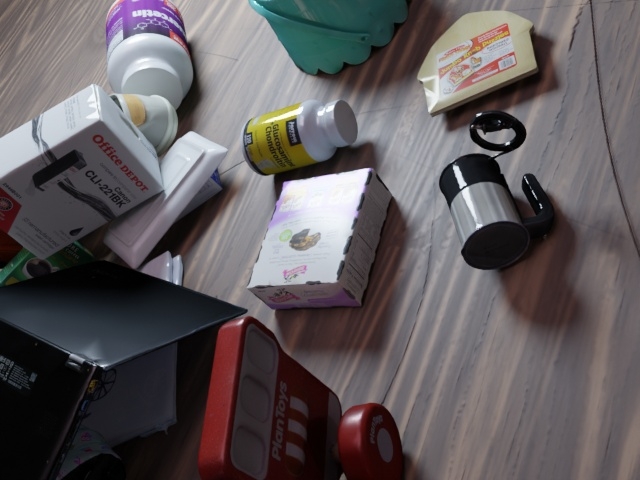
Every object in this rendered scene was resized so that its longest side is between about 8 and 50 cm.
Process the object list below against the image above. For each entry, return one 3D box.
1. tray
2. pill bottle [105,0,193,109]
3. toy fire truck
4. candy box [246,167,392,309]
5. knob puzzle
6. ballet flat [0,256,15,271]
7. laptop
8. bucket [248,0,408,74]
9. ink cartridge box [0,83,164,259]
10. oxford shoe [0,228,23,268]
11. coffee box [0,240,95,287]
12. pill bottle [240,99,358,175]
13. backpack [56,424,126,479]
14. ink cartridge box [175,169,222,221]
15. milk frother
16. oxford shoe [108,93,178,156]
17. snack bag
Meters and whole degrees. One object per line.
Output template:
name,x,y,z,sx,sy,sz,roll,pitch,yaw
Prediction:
tray,-0.293,-0.085,1.362,0.145,0.030,0.270,29,79,46
pill bottle,-0.379,-0.408,1.649,0.181,0.181,0.323,-33,43,13
toy fire truck,-0.045,0.262,0.778,0.169,0.254,0.302,-17,48,28
candy box,0.000,0.000,1.096,0.164,0.070,0.196,-5,54,36
knob puzzle,0.244,-0.286,1.165,0.213,0.030,0.213,-22,46,25
ballet flat,-0.618,0.087,1.527,0.247,0.083,0.087,-26,68,20
laptop,-0.386,0.212,1.117,0.381,0.236,0.408,13,76,37
bucket,0.009,-0.465,1.382,0.281,0.183,0.281,-21,46,24
ink cartridge box,-0.443,-0.116,1.308,0.272,0.197,0.114,-30,49,6
oxford shoe,-0.613,-0.049,1.479,0.271,0.096,0.098,-39,57,35
coffee box,-0.544,0.063,1.450,0.184,0.113,0.040,-48,38,-2
pill bottle,-0.035,-0.175,1.241,0.184,0.103,0.103,-12,51,32
backpack,-0.371,0.350,1.051,0.115,0.152,0.182,34,67,28
ink cartridge box,-0.285,-0.081,1.408,0.207,0.046,0.097,-33,43,12
milk frother,0.212,-0.065,0.923,0.129,0.143,0.135,-23,43,13
oxford shoe,-0.475,-0.146,1.481,0.449,0.130,0.169,-35,66,24
snack bag,-0.367,0.210,1.245,0.323,0.037,0.343,-26,45,19
